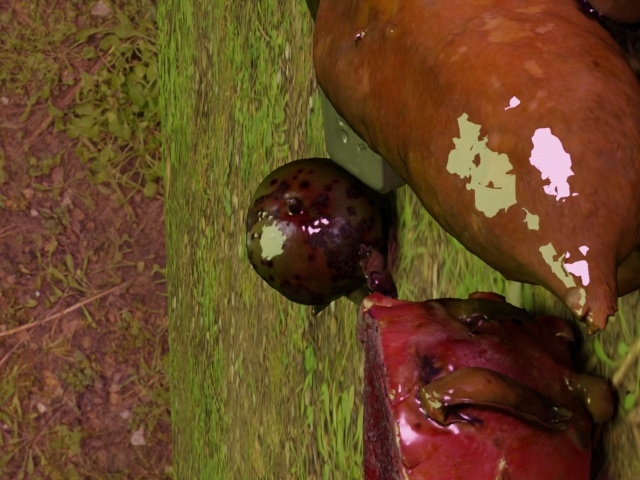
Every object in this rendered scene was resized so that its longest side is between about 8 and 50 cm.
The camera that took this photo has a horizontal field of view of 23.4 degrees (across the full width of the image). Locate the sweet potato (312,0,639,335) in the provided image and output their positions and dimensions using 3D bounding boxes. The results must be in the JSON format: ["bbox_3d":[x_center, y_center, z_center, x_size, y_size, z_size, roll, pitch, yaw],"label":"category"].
[{"bbox_3d":[0.102,-0.080,0.870,0.369,0.158,0.157,-124,36,-57],"label":"sweet potato"}]

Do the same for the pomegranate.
[{"bbox_3d":[-0.007,0.001,1.494,0.169,0.149,0.148,98,166,-54],"label":"pomegranate"}]

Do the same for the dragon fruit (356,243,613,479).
[{"bbox_3d":[0.105,0.126,1.051,0.211,0.147,0.282,95,172,-59],"label":"dragon fruit"}]

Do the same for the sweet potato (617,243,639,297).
[{"bbox_3d":[0.152,-0.027,0.953,0.346,0.079,0.108,-124,48,-61],"label":"sweet potato"}]

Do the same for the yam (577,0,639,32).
[{"bbox_3d":[0.184,-0.170,0.793,0.127,0.084,0.084,-39,51,56],"label":"yam"}]

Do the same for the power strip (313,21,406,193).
[{"bbox_3d":[0.038,-0.178,1.305,0.093,0.053,0.288,39,146,44],"label":"power strip"}]

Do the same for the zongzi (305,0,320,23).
[{"bbox_3d":[-0.015,-0.238,1.037,0.174,0.393,0.356,44,142,37],"label":"zongzi"}]
